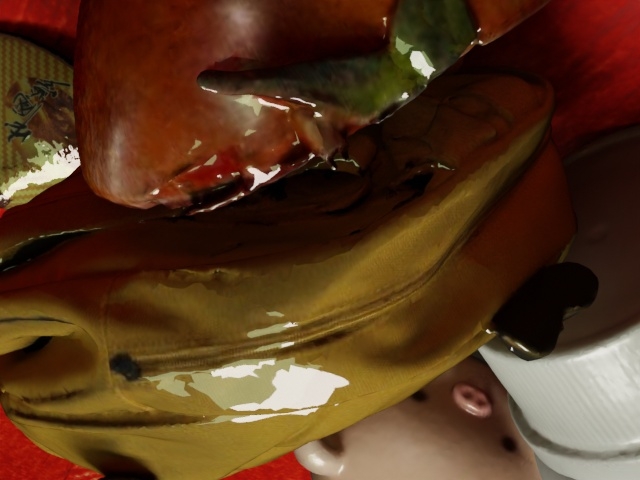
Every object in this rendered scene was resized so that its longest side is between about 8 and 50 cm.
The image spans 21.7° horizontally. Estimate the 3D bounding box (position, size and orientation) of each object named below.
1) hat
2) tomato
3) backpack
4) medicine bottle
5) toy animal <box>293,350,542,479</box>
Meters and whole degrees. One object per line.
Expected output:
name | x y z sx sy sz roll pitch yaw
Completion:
hat | -0.218 -0.054 1.214 0.193 0.082 0.193 22 143 18
tomato | -0.023 -0.155 0.864 0.309 0.309 0.170 -9 115 40
backpack | -0.029 0.013 0.992 0.378 0.353 0.201 -4 121 46
medicine bottle | 0.250 0.098 1.073 0.245 0.245 0.306 -11 129 42
toy animal | 0.087 0.152 1.276 0.210 0.229 0.221 25 152 2
